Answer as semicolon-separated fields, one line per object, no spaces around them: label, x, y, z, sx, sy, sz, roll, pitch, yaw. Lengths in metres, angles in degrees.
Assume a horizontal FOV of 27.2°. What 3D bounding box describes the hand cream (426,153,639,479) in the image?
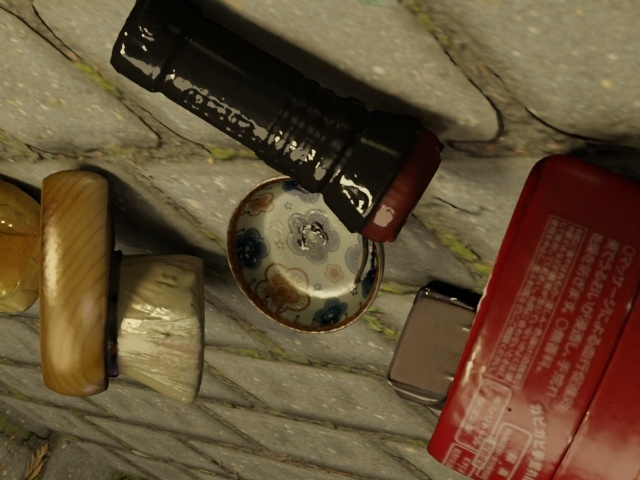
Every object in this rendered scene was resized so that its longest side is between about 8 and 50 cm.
hand cream;0.170;0.067;0.852;0.149;0.230;0.230;20;160;6

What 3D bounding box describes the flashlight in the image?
flashlight;-0.033;-0.087;0.905;0.232;0.093;0.093;29;160;-3

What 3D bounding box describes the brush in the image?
brush;-0.200;0.042;1.354;0.166;0.174;0.267;0;129;-4

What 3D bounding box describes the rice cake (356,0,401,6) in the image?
rice cake;0.004;-0.184;0.704;0.033;0.029;0.171;8;153;30

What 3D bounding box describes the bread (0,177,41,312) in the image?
bread;-0.397;-0.006;1.461;0.236;0.140;0.106;13;160;30

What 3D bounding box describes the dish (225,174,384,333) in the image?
dish;0.000;0.000;1.114;0.141;0.078;0.141;10;114;22

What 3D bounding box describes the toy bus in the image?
toy bus;0.221;0.144;1.158;0.316;0.112;0.138;20;164;16
